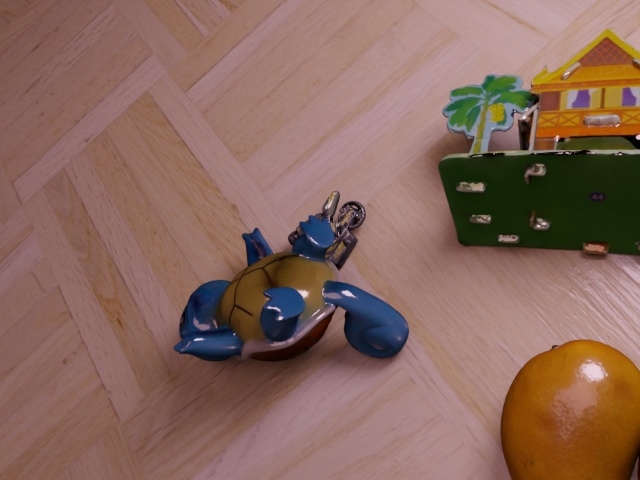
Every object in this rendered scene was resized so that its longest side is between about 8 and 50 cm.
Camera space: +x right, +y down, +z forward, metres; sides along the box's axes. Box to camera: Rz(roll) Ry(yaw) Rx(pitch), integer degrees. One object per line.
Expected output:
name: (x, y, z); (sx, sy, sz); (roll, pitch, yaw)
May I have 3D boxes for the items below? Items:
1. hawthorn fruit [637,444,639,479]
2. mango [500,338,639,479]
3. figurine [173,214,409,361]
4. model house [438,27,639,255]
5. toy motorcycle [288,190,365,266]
hawthorn fruit: (0.484, 0.286, 0.674); (0.265, 0.265, 0.307); (33, 126, 31)
mango: (0.333, 0.256, 0.820); (0.176, 0.139, 0.254); (20, 85, 33)
figurine: (-0.070, 0.097, 1.018); (0.417, 0.243, 0.297); (-3, 48, 22)
model house: (0.379, -0.158, 0.963); (0.358, 0.242, 0.312); (1, 53, 26)
toy motorcycle: (0.000, 0.000, 1.122); (0.124, 0.061, 0.193); (26, 89, 24)
